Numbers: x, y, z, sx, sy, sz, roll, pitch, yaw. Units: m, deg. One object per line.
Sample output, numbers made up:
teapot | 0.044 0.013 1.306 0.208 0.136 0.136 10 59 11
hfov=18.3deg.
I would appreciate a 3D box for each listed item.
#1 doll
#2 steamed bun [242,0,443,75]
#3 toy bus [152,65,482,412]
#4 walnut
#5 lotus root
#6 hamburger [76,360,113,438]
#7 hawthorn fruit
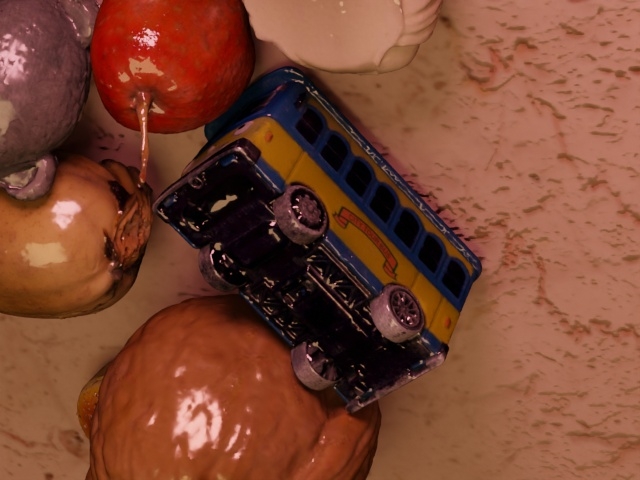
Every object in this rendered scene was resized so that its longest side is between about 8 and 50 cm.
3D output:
doll | -0.357 -0.197 1.902 0.340 0.158 0.246 28 101 19
steamed bun | 0.022 -0.233 1.725 0.182 0.106 0.183 11 125 16
toy bus | 0.000 0.000 1.863 0.138 0.175 0.288 -32 109 37
walnut | -0.090 0.210 1.957 0.332 0.333 0.333 11 129 14
lotus root | -0.314 -0.008 1.990 0.310 0.183 0.183 3 127 30
hamburger | -0.199 0.189 2.148 0.141 0.081 0.126 -19 117 33
hawthorn fruit | -0.145 -0.157 1.783 0.162 0.203 0.163 8 126 12
